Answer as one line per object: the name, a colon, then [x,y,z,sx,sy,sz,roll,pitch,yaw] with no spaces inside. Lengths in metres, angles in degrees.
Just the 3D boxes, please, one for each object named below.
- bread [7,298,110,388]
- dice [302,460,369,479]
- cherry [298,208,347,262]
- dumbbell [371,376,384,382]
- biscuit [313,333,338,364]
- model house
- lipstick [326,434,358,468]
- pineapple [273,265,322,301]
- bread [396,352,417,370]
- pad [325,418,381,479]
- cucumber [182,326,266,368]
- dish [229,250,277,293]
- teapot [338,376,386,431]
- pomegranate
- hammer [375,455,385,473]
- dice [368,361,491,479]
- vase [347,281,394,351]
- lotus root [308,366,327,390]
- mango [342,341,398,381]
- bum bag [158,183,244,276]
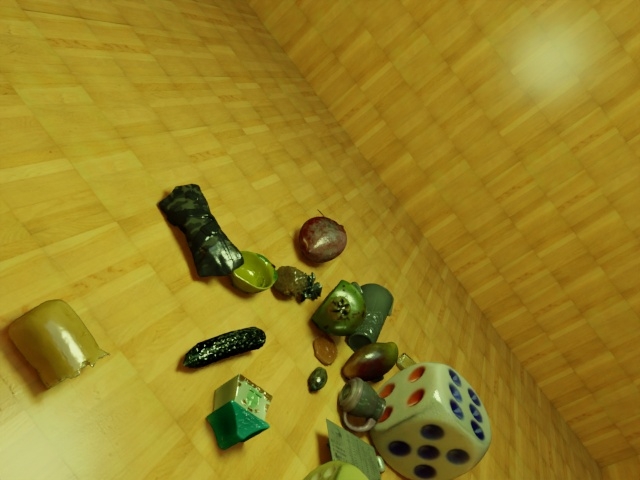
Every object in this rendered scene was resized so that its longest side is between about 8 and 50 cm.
bread: [-0.522,0.197,1.045,0.173,0.085,0.134,53,25,-1]
dice: [0.035,0.665,1.291,0.169,0.169,0.166,51,25,-4]
cherry: [0.000,0.000,2.069,0.192,0.175,0.249,43,27,0]
dumbbell: [0.198,0.470,1.955,0.052,0.046,0.118,30,34,-49]
biscuit: [0.017,0.376,1.801,0.102,0.019,0.130,56,25,4]
model house: [-0.199,0.429,1.282,0.127,0.100,0.149,41,30,-22]
lipstick: [0.076,0.650,1.522,0.158,0.048,0.048,60,26,13]
pineapple: [-0.069,0.154,1.848,0.237,0.111,0.119,28,66,-57]
bread: [0.361,0.520,2.163,0.106,0.053,0.072,45,50,-10]
pad: [0.106,0.634,1.531,0.265,0.009,0.159,43,21,-36]
cucumber: [-0.256,0.285,1.396,0.300,0.072,0.072,-3,59,-60]
dish: [-0.226,0.111,1.658,0.208,0.080,0.149,-2,55,-58]
teapot: [0.139,0.530,1.677,0.146,0.116,0.148,32,37,-14]
pomegranate: [0.086,0.239,1.823,0.159,0.241,0.190,37,54,5]
hammer: [0.167,0.701,1.634,0.083,0.031,0.052,19,38,-41]
dice: [0.364,0.609,1.759,0.304,0.304,0.277,47,27,-12]
vase: [0.178,0.295,2.043,0.251,0.156,0.301,49,32,-15]
lotus root: [-0.008,0.438,1.648,0.054,0.049,0.099,51,31,-9]
mango: [0.191,0.424,1.858,0.267,0.111,0.133,-12,109,-42]
bum bag: [-0.362,-0.033,1.568,0.144,0.095,0.340,-22,70,-34]
